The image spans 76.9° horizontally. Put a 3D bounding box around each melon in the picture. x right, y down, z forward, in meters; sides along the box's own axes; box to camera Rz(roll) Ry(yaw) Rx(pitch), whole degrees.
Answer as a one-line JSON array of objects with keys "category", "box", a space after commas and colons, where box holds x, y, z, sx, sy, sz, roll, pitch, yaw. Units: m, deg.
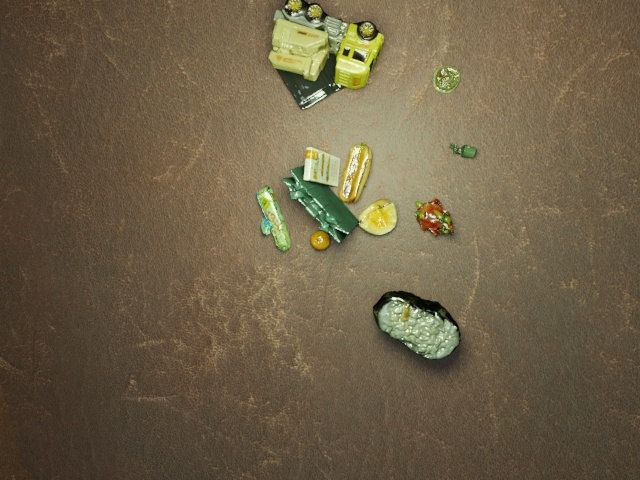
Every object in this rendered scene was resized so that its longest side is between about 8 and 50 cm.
[{"category": "melon", "box": [0.235, -0.089, 1.625, 0.160, 0.079, 0.128, -34, 109, 9]}]

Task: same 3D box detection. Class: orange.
[{"category": "orange", "box": [0.000, 0.000, 1.664, 0.084, 0.070, 0.083, 1, 96, 12]}]

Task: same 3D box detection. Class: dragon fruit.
[{"category": "dragon fruit", "box": [0.459, -0.089, 1.580, 0.143, 0.175, 0.138, 6, 109, -23]}]

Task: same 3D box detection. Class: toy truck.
[{"category": "toy truck", "box": [0.013, -0.711, 1.492, 0.406, 0.180, 0.253, 19, 89, 1]}]

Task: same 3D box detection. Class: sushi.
[{"category": "sushi", "box": [0.379, 0.322, 1.599, 0.351, 0.171, 0.210, 23, 101, 5]}]

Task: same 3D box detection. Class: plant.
[{"category": "plant", "box": [0.545, -0.349, 1.561, 0.102, 0.051, 0.051, 15, 98, 10]}]

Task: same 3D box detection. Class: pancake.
[{"category": "pancake", "box": [0.487, -0.621, 1.555, 0.108, 0.017, 0.107, 1, 94, 11]}]

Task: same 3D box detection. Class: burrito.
[{"category": "burrito", "box": [-0.208, -0.088, 1.690, 0.105, 0.054, 0.287, -20, 93, 10]}]

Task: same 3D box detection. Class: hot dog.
[{"category": "hot dog", "box": [0.146, -0.271, 1.616, 0.105, 0.076, 0.249, 17, 95, 25]}]

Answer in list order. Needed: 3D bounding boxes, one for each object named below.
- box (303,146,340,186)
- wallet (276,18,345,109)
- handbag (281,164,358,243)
[{"category": "box", "box": [0.009, -0.280, 1.556, 0.032, 0.221, 0.121, 7, 94, 31]}, {"category": "wallet", "box": [0.006, -0.691, 1.601, 0.323, 0.041, 0.246, -30, 92, 7]}, {"category": "handbag", "box": [0.002, -0.144, 1.564, 0.089, 0.238, 0.326, -41, 90, 20]}]
